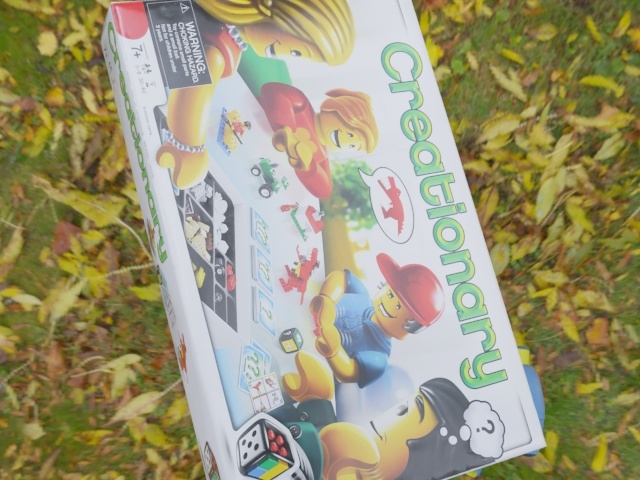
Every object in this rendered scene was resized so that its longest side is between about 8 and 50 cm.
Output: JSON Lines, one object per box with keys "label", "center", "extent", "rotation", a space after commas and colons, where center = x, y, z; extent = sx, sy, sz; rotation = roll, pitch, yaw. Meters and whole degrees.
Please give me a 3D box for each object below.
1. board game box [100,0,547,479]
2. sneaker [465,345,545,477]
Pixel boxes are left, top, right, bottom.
{"label": "board game box", "center": [0.000, 0.000, 0.528], "extent": [0.192, 0.053, 0.305], "rotation": [-12, 80, -23]}
{"label": "sneaker", "center": [0.066, 0.132, 0.641], "extent": [0.209, 0.069, 0.082], "rotation": [-20, 70, 43]}
